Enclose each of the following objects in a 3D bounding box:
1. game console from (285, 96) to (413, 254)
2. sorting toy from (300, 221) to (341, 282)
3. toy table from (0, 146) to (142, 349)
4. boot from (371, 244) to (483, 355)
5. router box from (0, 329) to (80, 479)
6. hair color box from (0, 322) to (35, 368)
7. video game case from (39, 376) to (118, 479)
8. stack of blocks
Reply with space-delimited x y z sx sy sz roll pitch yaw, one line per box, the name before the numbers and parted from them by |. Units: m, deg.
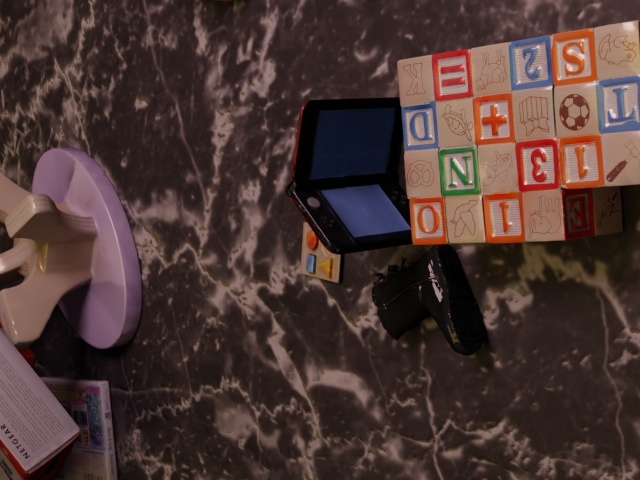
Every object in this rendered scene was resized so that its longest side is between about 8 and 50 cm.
game console | 0.047 -0.063 1.246 0.124 0.144 0.085 55 130 26
sorting toy | 0.000 0.000 1.396 0.062 0.012 0.083 15 106 44
toy table | -0.349 0.011 1.652 0.252 0.161 0.274 -50 60 37
boot | 0.101 0.069 1.279 0.099 0.045 0.121 -33 65 40
router box | -0.451 0.170 1.656 0.335 0.082 0.301 49 154 6
hair color box | -0.468 0.208 1.873 0.093 0.053 0.167 40 123 34
video game case | -0.327 0.256 1.760 0.157 0.019 0.143 -3 93 47
stack of blocks | 0.209 -0.087 1.118 0.297 0.087 0.171 -3 93 46
